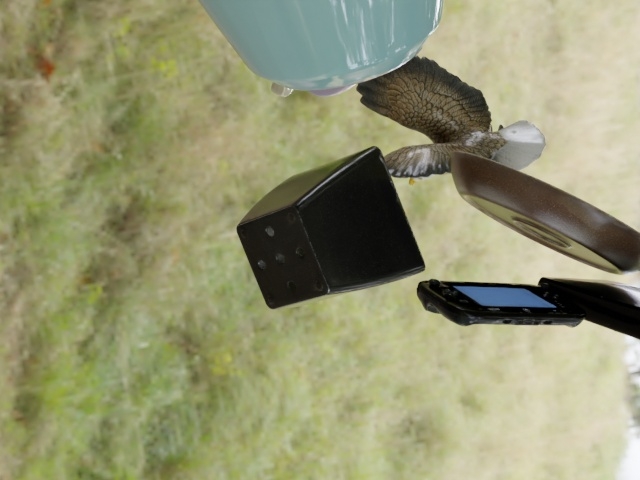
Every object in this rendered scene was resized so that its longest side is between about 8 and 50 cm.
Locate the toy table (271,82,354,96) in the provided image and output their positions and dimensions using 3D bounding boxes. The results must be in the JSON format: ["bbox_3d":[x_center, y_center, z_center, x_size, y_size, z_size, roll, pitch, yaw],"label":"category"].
[{"bbox_3d":[0.001,-0.380,2.185,0.161,0.252,0.274,-18,120,-59],"label":"toy table"}]

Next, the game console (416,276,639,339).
[{"bbox_3d":[0.289,0.079,1.494,0.213,0.361,0.044,20,-75,58],"label":"game console"}]

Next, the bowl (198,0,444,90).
[{"bbox_3d":[0.012,-0.272,1.364,0.311,0.311,0.163,-91,166,-63],"label":"bowl"}]

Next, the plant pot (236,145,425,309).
[{"bbox_3d":[0.000,0.000,1.726,0.167,0.188,0.187,-27,97,-46],"label":"plant pot"}]

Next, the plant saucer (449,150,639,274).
[{"bbox_3d":[0.300,-0.028,1.654,0.050,0.310,0.310,-63,171,-2],"label":"plant saucer"}]

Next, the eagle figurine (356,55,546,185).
[{"bbox_3d":[0.208,-0.166,2.156,0.298,0.225,0.226,28,9,-34],"label":"eagle figurine"}]
